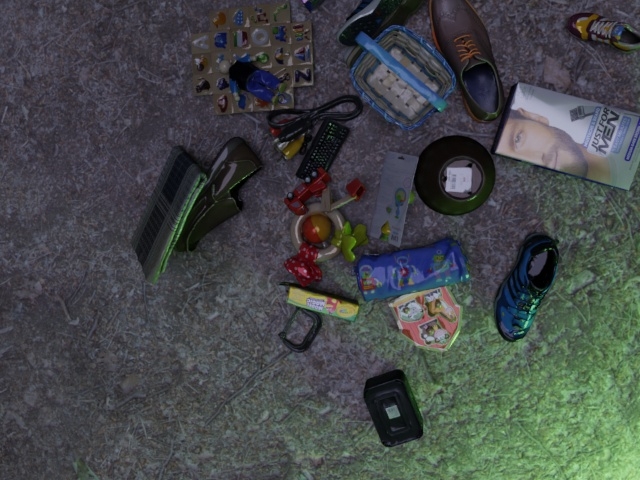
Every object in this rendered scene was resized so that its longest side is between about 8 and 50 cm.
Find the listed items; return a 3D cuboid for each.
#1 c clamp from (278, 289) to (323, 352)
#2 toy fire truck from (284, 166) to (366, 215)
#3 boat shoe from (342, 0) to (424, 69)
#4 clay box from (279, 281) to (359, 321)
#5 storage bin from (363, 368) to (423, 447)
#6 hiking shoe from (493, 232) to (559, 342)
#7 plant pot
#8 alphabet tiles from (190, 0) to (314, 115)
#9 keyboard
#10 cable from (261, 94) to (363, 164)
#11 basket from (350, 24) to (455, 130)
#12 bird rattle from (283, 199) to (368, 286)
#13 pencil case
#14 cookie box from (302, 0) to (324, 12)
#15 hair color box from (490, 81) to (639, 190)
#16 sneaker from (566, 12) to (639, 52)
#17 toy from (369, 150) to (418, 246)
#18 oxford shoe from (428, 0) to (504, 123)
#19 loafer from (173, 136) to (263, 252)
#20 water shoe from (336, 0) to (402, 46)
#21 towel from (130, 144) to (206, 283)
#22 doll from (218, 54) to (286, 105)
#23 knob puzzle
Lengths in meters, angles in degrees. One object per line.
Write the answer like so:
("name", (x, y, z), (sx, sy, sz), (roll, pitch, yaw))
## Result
("c clamp", (-0.068, 0.240, 1.706), (0.137, 0.022, 0.160), (25, 99, -1))
("toy fire truck", (0.010, -0.119, 1.572), (0.192, 0.047, 0.135), (-41, 63, 4))
("boat shoe", (0.156, -0.577, 1.520), (0.302, 0.113, 0.103), (-47, 69, 14))
("clay box", (-0.008, 0.164, 1.618), (0.222, 0.127, 0.053), (14, 90, 2))
("storage bin", (0.205, 0.470, 1.663), (0.122, 0.084, 0.180), (-21, 95, 11))
("hiking shoe", (0.531, 0.128, 1.540), (0.113, 0.132, 0.304), (15, 100, 6))
("plant pot", (0.341, -0.157, 1.479), (0.215, 0.230, 0.215), (1, 99, 9))
("alphabet tiles", (-0.187, -0.491, 1.608), (0.343, 0.011, 0.285), (-2, 93, 11))
("keyboard", (-0.005, -0.241, 1.592), (0.108, 0.023, 0.180), (21, 111, -21))
("cable", (-0.029, -0.328, 1.616), (0.287, 0.072, 0.139), (-28, 76, -1))
("basket", (0.195, -0.399, 1.436), (0.255, 0.289, 0.201), (42, 107, -2))
("bird rattle", (0.000, 0.000, 1.633), (0.254, 0.143, 0.207), (-26, 82, 24))
("pencil case", (0.240, 0.076, 1.585), (0.306, 0.119, 0.133), (-12, 85, 10))
("cookie box", (-0.011, -0.643, 1.527), (0.092, 0.107, 0.040), (-37, 91, 12))
("hair color box", (0.623, -0.260, 1.486), (0.339, 0.110, 0.185), (17, 101, 8))
("sneaker", (0.700, -0.515, 1.448), (0.186, 0.084, 0.069), (19, 100, 5))
("toy", (0.208, -0.111, 1.580), (0.056, 0.137, 0.237), (8, 100, -34))
("oxford shoe", (0.375, -0.473, 1.479), (0.130, 0.133, 0.363), (-25, 93, 12))
("loafer", (-0.283, -0.105, 1.630), (0.130, 0.134, 0.366), (34, 102, 3))
("water shoe", (0.120, -0.558, 1.448), (0.203, 0.080, 0.073), (-36, 134, 22))
("towel", (-0.406, -0.074, 1.586), (0.056, 0.312, 0.324), (22, 100, -32))
("doll", (-0.192, -0.428, 1.582), (0.189, 0.046, 0.129), (30, 97, 8))
("knob puzzle", (0.304, 0.222, 1.640), (0.213, 0.030, 0.213), (1, 98, 8))
